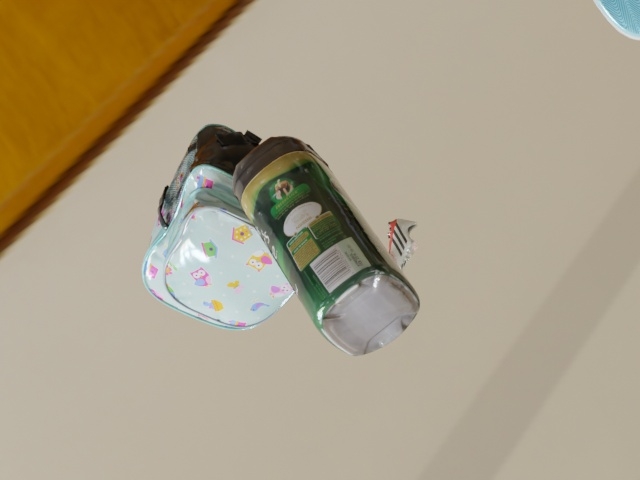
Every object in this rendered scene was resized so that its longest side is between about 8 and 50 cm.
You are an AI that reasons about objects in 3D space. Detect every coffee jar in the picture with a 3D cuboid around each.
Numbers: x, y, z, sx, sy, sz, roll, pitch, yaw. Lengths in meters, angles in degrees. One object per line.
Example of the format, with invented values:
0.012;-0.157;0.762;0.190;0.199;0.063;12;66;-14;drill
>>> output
0.000;0.000;1.117;0.079;0.096;0.184;-38;-130;6;coffee jar

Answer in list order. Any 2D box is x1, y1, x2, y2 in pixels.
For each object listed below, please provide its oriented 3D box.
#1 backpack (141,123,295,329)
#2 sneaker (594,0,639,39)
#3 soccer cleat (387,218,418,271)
-0.088;0.005;1.393;0.188;0.166;0.144;-53;-159;41;backpack
0.339;-0.387;1.662;0.127;0.319;0.208;-18;-179;6;sneaker
0.092;0.014;1.571;0.035;0.029;0.083;0;-111;12;soccer cleat
